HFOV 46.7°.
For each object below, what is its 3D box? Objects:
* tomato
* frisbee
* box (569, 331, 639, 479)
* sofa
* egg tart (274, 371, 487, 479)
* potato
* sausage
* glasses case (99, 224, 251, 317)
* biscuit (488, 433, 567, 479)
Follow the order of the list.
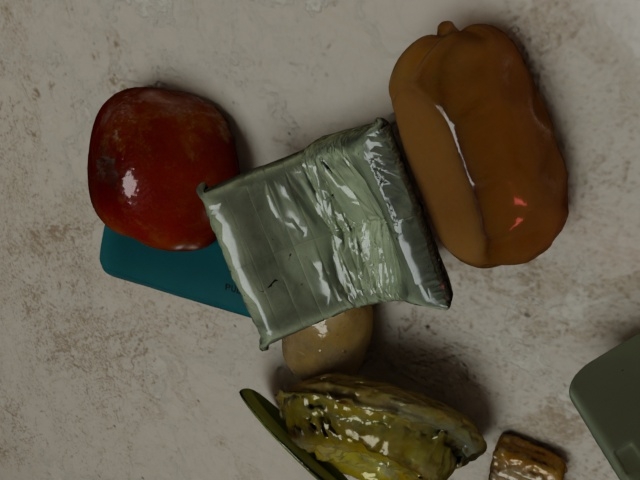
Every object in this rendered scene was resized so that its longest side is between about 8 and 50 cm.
[{"bbox_3d":[-0.223,-0.093,0.940,0.232,0.139,0.201,20,106,28],"label":"tomato"},{"bbox_3d":[-0.029,0.296,1.076,0.236,0.017,0.236,43,173,6],"label":"frisbee"},{"bbox_3d":[0.405,0.269,0.605,0.177,0.352,0.344,-36,99,10],"label":"box"},{"bbox_3d":[0.000,0.000,0.787,0.225,0.176,0.210,-20,100,3],"label":"sofa"},{"bbox_3d":[0.069,0.253,0.945,0.278,0.095,0.279,12,152,6],"label":"egg tart"},{"bbox_3d":[0.007,0.116,0.960,0.118,0.109,0.178,10,125,-1],"label":"potato"},{"bbox_3d":[0.152,-0.089,0.706,0.120,0.136,0.241,7,128,59],"label":"sausage"},{"bbox_3d":[-0.177,0.025,1.026,0.300,0.070,0.117,12,86,28],"label":"glasses case"},{"bbox_3d":[0.264,0.420,1.009,0.094,0.054,0.379,15,126,27],"label":"biscuit"}]
